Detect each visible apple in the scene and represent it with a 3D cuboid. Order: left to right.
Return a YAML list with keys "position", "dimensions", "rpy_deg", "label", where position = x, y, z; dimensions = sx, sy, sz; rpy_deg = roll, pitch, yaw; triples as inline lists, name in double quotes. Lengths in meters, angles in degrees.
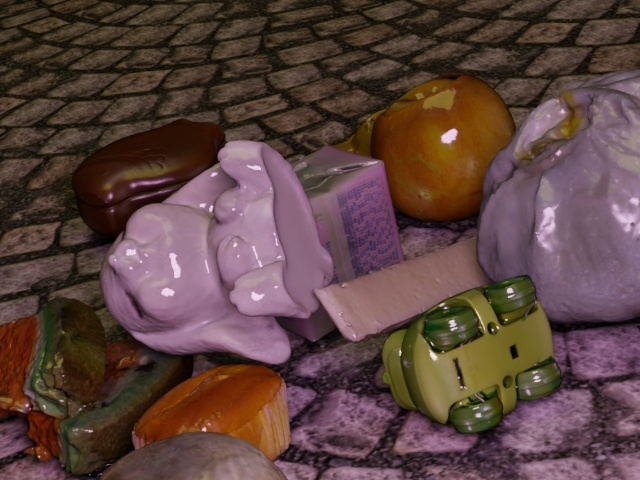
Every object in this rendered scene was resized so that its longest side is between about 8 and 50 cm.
- position: [0.182, -0.144, 2.149]
  dimensions: [0.236, 0.208, 0.237]
  rpy_deg: [-10, 23, 4]
  label: "apple"

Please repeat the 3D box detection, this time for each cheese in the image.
- position: [0.089, -0.159, 2.382]
  dimensions: [0.270, 0.069, 0.177]
  rpy_deg: [-19, 25, -6]
  label: "cheese"
- position: [0.143, 0.051, 1.813]
  dimensions: [0.400, 0.034, 0.085]
  rpy_deg: [-15, 57, -47]
  label: "cheese"

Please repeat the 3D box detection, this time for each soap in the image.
- position: [0.000, 0.000, 1.944]
  dimensions: [0.182, 0.199, 0.138]
  rpy_deg: [-27, 25, -27]
  label: "soap"

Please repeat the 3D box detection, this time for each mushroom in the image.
- position: [-0.140, 0.295, 1.441]
  dimensions: [0.267, 0.164, 0.189]
  rpy_deg: [-19, 25, -14]
  label: "mushroom"

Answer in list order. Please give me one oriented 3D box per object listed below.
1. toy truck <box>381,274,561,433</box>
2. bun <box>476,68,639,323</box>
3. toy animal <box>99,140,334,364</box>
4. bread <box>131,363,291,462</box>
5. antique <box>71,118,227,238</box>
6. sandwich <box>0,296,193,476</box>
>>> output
- position: [0.152, 0.133, 1.678]
  dimensions: [0.210, 0.148, 0.187]
  rpy_deg: [-10, 11, 41]
  label: "toy truck"
- position: [0.332, -0.062, 1.761]
  dimensions: [0.362, 0.211, 0.362]
  rpy_deg: [-38, 30, 26]
  label: "bun"
- position: [-0.136, 0.036, 1.757]
  dimensions: [0.265, 0.206, 0.272]
  rpy_deg: [-21, 65, 21]
  label: "toy animal"
- position: [-0.123, 0.213, 1.672]
  dimensions: [0.132, 0.114, 0.190]
  rpy_deg: [10, 28, 42]
  label: "bread"
- position: [-0.265, -0.093, 2.332]
  dimensions: [0.223, 0.129, 0.278]
  rpy_deg: [7, 31, 35]
  label: "antique"
- position: [-0.318, 0.148, 1.826]
  dimensions: [0.301, 0.162, 0.250]
  rpy_deg: [10, 29, 33]
  label: "sandwich"
